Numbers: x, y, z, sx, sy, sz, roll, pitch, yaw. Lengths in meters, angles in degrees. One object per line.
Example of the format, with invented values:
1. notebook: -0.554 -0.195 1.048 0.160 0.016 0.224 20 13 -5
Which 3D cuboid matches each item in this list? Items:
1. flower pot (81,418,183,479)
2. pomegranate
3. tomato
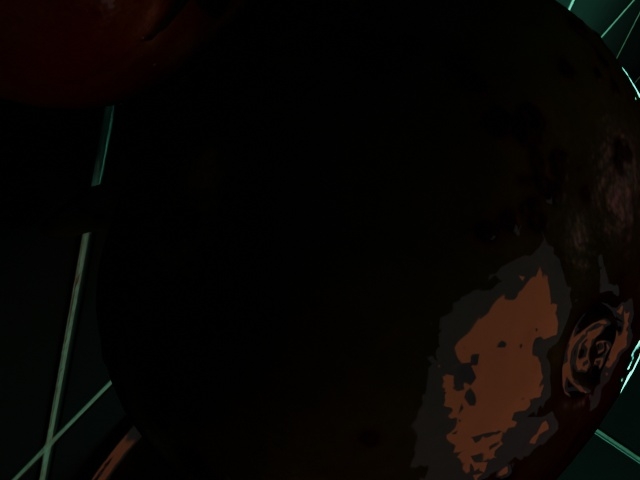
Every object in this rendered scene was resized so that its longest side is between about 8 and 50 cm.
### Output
1. flower pot: -0.112 0.242 1.350 0.235 0.148 0.235 -52 166 -18
2. pomegranate: 0.007 -0.012 0.789 0.291 0.323 0.291 -39 157 -20
3. tomato: -0.066 -0.141 0.684 0.225 0.085 0.225 -50 168 -15
